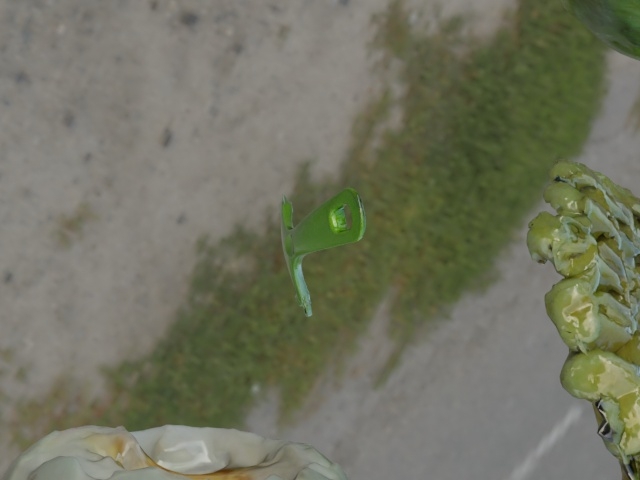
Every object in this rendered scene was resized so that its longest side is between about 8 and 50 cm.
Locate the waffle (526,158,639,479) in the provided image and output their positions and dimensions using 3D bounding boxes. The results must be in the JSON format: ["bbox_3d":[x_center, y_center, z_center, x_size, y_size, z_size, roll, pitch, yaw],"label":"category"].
[{"bbox_3d":[0.230,0.090,1.216,0.297,0.073,0.317,-12,87,-72],"label":"waffle"}]

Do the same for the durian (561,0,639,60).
[{"bbox_3d":[0.217,-0.174,1.095,0.101,0.139,0.250,-52,165,-10],"label":"durian"}]

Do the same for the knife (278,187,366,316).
[{"bbox_3d":[-0.003,0.001,1.003,0.022,0.078,0.166,-15,175,-15],"label":"knife"}]

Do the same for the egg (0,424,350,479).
[{"bbox_3d":[-0.053,0.183,0.659,0.183,0.183,0.217,-2,96,-60],"label":"egg"}]
